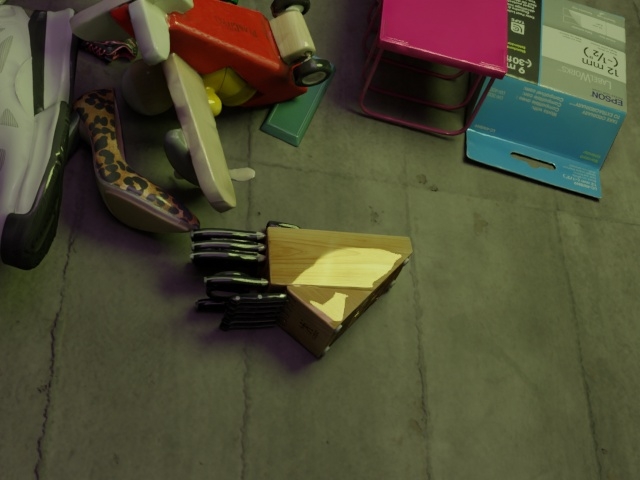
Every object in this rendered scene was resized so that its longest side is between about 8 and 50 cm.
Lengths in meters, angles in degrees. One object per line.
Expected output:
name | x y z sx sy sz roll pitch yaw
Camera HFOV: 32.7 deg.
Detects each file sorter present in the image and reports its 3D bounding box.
file sorter | 0.178 -0.342 1.793 0.202 0.182 0.290 14 53 -8

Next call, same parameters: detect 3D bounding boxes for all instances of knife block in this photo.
knife block | -0.041 0.030 1.524 0.242 0.088 0.276 41 55 10

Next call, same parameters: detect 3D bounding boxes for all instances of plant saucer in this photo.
plant saucer | -0.032 -0.232 1.752 0.067 0.018 0.192 25 54 -1

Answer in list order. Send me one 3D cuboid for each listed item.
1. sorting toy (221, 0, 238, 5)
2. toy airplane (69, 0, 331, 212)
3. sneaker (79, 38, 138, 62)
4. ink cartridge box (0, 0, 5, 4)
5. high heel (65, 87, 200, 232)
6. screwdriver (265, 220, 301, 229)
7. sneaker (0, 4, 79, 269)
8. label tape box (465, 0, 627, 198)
sorting toy | -0.289 -0.457 1.788 0.366 0.127 0.126 14 83 -12
toy airplane | -0.203 -0.265 1.557 0.384 0.272 0.386 46 37 -19
sneaker | -0.336 -0.301 1.684 0.119 0.047 0.057 0 69 -17
ink cartridge box | -0.572 -0.424 1.661 0.191 0.082 0.139 26 53 3
high heel | -0.256 -0.120 1.547 0.261 0.093 0.186 23 59 9
screwdriver | 0.000 0.000 1.608 0.170 0.025 0.024 16 52 -18
sneaker | -0.453 -0.149 1.400 0.258 0.169 0.447 6 46 -14
label tape box | 0.386 -0.263 1.854 0.249 0.115 0.347 16 52 -8
